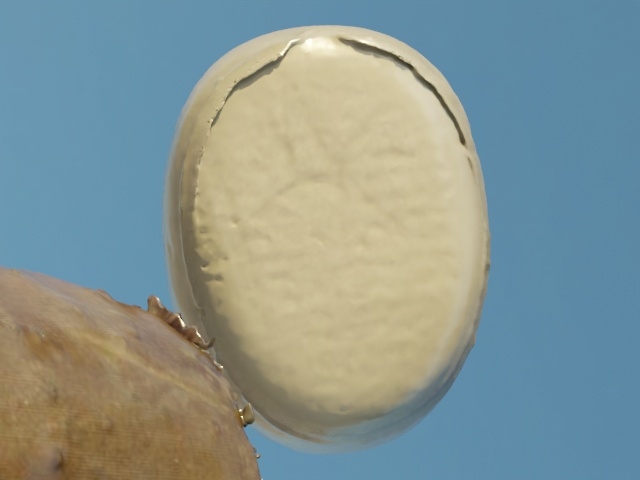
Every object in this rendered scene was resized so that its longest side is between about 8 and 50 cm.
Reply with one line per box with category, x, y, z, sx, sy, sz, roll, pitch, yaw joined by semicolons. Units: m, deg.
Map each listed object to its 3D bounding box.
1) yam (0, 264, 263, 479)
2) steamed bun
yam;-0.127;0.057;0.433;0.128;0.238;0.129;-51;-126;15
steamed bun;0.000;0.000;1.008;0.130;0.177;0.228;177;-96;-77
